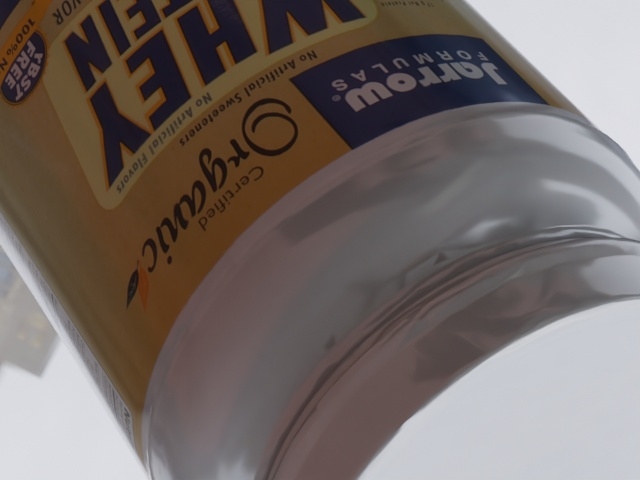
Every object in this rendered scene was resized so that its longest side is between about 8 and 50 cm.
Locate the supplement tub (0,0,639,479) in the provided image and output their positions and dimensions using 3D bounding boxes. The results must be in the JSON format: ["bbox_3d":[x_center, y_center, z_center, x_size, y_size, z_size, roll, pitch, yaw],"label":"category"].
[{"bbox_3d":[0.000,0.000,0.766,0.228,0.228,0.316,-46,-129,8],"label":"supplement tub"}]
